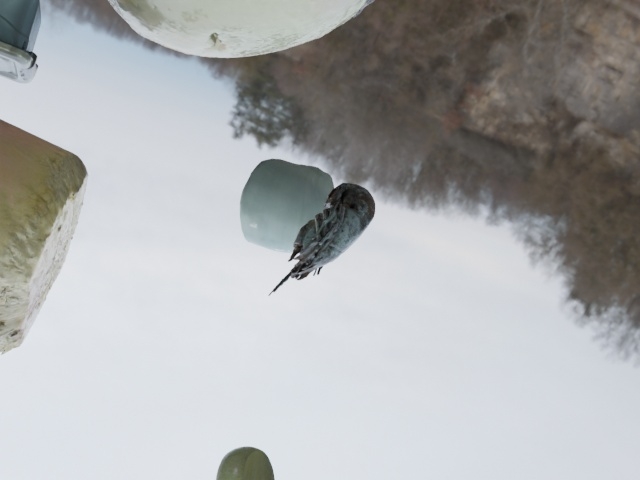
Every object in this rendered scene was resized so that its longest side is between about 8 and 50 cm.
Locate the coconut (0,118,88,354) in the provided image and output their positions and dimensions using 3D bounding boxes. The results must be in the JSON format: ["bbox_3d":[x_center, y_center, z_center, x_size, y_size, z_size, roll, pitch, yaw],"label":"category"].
[{"bbox_3d":[-0.462,-0.024,0.941,0.309,0.298,0.297,20,-169,-9],"label":"coconut"}]

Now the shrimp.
[{"bbox_3d":[0.000,0.000,1.182,0.079,0.233,0.090,37,154,13],"label":"shrimp"}]

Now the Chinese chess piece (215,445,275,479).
[{"bbox_3d":[-0.134,0.442,1.437,0.058,0.144,0.144,-10,176,22],"label":"Chinese chess piece"}]

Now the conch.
[{"bbox_3d":[-0.054,-0.067,1.480,0.221,0.121,0.185,-26,-89,-50],"label":"conch"}]

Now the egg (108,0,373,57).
[{"bbox_3d":[-0.111,-0.291,0.735,0.337,0.201,0.337,33,157,16],"label":"egg"}]

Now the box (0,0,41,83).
[{"bbox_3d":[-0.534,-0.331,1.214,0.226,0.130,0.162,20,171,-16],"label":"box"}]
